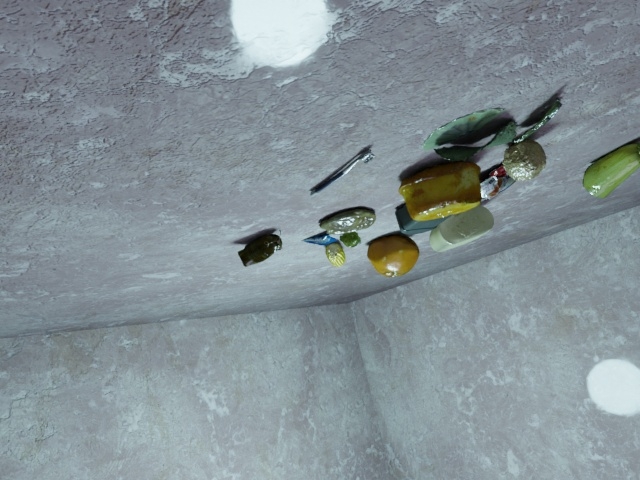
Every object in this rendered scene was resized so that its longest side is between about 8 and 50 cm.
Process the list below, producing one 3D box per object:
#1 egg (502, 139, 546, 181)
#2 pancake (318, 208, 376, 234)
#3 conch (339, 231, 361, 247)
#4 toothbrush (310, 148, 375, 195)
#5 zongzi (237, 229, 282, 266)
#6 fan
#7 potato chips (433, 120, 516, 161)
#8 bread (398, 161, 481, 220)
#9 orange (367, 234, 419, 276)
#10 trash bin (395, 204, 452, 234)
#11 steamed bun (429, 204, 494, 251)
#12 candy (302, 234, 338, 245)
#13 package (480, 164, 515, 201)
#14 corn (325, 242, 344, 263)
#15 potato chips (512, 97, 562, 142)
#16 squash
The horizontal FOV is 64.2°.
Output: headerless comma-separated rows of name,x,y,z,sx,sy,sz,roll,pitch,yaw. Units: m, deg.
egg,0.609,-0.241,1.526,0.118,0.116,0.140,-7,140,-7
pancake,0.103,-0.064,1.898,0.222,0.042,0.236,-9,164,-5
conch,0.123,-0.005,2.079,0.089,0.074,0.121,19,175,-26
toothbrush,0.055,-0.181,1.419,0.288,0.026,0.024,-29,-159,50
zongzi,-0.189,0.022,1.915,0.187,0.084,0.184,-25,177,26
fan,0.359,-0.287,1.327,0.240,0.009,0.131,-24,161,37
potato chips,0.425,-0.260,1.382,0.228,0.059,0.167,-19,-176,14
bread,0.378,-0.150,1.607,0.268,0.146,0.268,-11,169,-2
orange,0.347,0.075,2.388,0.248,0.184,0.249,-12,168,-3
trash bin,0.394,-0.106,1.900,0.176,0.101,0.236,-4,161,-28
steamed bun,0.578,-0.059,2.133,0.249,0.155,0.200,-18,170,-7
candy,0.001,0.000,2.067,0.136,0.038,0.088,-11,166,31
package,0.624,-0.211,1.780,0.269,0.071,0.194,-39,157,33
corn,0.071,0.068,2.308,0.081,0.081,0.248,-15,166,5
potato chips,0.585,-0.320,1.342,0.091,0.028,0.207,-37,172,-19
squash,1.092,-0.291,1.856,0.137,0.137,0.288,-8,151,-21
